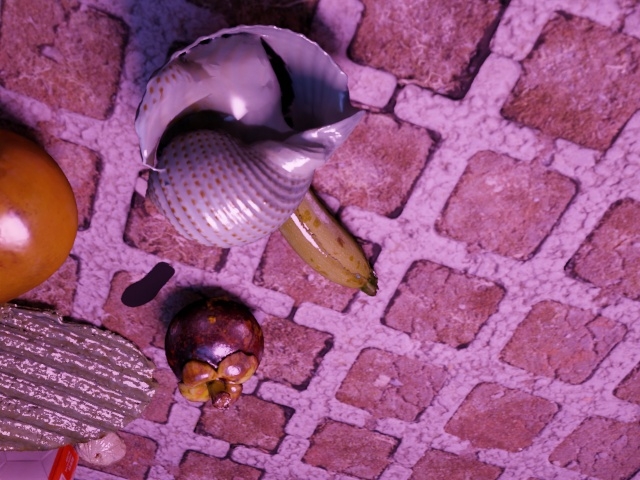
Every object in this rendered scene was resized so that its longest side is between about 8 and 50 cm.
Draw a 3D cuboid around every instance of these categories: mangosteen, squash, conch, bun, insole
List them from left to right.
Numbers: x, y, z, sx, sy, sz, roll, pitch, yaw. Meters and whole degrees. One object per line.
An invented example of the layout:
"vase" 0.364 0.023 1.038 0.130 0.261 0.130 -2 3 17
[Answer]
"bun" -0.500 0.474 1.824 0.115 0.069 0.115 4 131 4
"insole" -0.328 0.086 1.527 0.053 0.002 0.152 34 125 -21
"mangosteen" -0.197 0.217 1.484 0.192 0.217 0.192 -1 133 -1
"conch" -0.119 -0.158 1.167 0.319 0.215 0.303 -31 114 -14
"squash" 0.000 0.000 1.364 0.094 0.094 0.341 -25 123 24

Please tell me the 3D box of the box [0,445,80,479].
"box" -0.665 0.536 1.852 0.182 0.133 0.099 -4 132 7

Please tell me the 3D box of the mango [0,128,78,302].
"mango" -0.586 -0.014 1.333 0.300 0.232 0.445 33 135 -25

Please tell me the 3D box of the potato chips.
"potato chips" -0.557 0.299 1.642 0.429 0.070 0.359 23 111 -25
